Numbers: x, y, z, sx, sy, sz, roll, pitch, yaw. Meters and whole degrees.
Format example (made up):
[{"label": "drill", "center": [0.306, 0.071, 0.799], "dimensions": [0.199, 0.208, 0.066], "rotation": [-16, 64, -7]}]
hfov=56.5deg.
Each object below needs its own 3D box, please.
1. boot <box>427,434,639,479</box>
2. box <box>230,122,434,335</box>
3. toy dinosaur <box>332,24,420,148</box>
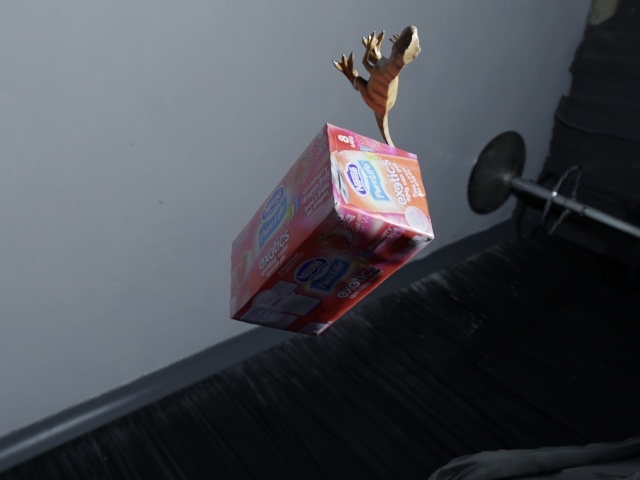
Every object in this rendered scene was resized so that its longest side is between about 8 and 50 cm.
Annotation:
[{"label": "boot", "center": [0.214, 0.144, 0.226], "dimensions": [0.347, 0.131, 0.260], "rotation": [-11, 170, -4]}, {"label": "box", "center": [0.000, 0.000, 0.707], "dimensions": [0.128, 0.123, 0.257], "rotation": [15, 140, -27]}, {"label": "toy dinosaur", "center": [0.065, -0.165, 0.670], "dimensions": [0.064, 0.112, 0.211], "rotation": [-23, 159, -6]}]
